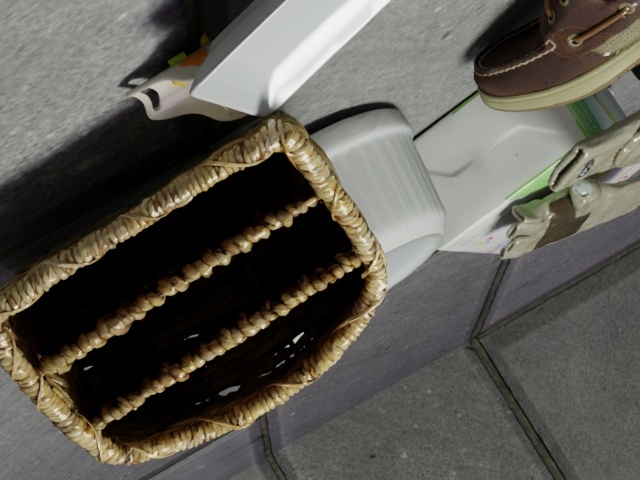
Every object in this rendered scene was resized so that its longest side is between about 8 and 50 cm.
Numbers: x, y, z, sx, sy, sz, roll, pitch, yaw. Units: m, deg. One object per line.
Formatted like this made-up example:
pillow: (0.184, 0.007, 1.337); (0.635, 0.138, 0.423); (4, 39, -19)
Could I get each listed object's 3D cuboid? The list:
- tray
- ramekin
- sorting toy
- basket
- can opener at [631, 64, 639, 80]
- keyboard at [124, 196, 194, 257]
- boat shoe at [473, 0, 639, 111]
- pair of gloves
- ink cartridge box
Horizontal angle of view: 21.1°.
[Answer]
tray: (0.023, -0.193, 1.207); (0.270, 0.030, 0.145); (-42, 164, 13)
ramekin: (0.000, 0.000, 1.671); (0.273, 0.127, 0.273); (-31, 169, -7)
sorting toy: (-0.102, -0.113, 1.264); (0.075, 0.045, 0.083); (-22, 158, 10)
basket: (-0.094, 0.055, 1.394); (0.299, 0.213, 0.223); (-31, -173, 2)
can opener: (0.387, -0.268, 1.676); (0.074, 0.093, 0.280); (-22, 159, -39)
keyboard: (-0.163, 0.003, 1.587); (0.100, 0.038, 0.192); (-50, 178, -35)
boat shoe: (0.258, -0.219, 1.529); (0.342, 0.123, 0.123); (-18, -151, 45)
pair of gloves: (0.287, -0.068, 1.761); (0.204, 0.042, 0.240); (-22, 159, -26)
ink cartridge box: (0.239, -0.086, 1.916); (0.207, 0.119, 0.353); (-37, 165, 19)
